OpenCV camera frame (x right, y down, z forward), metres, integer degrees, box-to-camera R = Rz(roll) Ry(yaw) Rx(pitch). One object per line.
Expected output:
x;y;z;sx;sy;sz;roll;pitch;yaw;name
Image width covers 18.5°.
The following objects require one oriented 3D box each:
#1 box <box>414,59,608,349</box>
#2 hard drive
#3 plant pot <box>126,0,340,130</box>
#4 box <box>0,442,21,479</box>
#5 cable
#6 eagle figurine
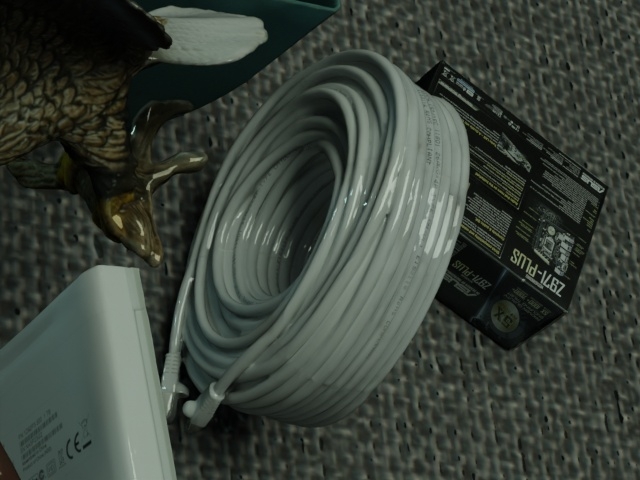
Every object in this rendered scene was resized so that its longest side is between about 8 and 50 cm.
0.124;-0.028;1.559;0.180;0.077;0.147;35;49;-14;box
-0.141;0.196;1.147;0.040;0.203;0.308;5;62;-35;hard drive
-0.130;-0.181;1.359;0.165;0.234;0.166;6;61;-34;plant pot
-0.307;0.087;1.101;0.143;0.191;0.381;-20;77;-41;box
0.000;0.000;1.331;0.089;0.257;0.257;27;51;-28;cable
-0.187;-0.108;1.100;0.298;0.226;0.225;53;34;-39;eagle figurine
